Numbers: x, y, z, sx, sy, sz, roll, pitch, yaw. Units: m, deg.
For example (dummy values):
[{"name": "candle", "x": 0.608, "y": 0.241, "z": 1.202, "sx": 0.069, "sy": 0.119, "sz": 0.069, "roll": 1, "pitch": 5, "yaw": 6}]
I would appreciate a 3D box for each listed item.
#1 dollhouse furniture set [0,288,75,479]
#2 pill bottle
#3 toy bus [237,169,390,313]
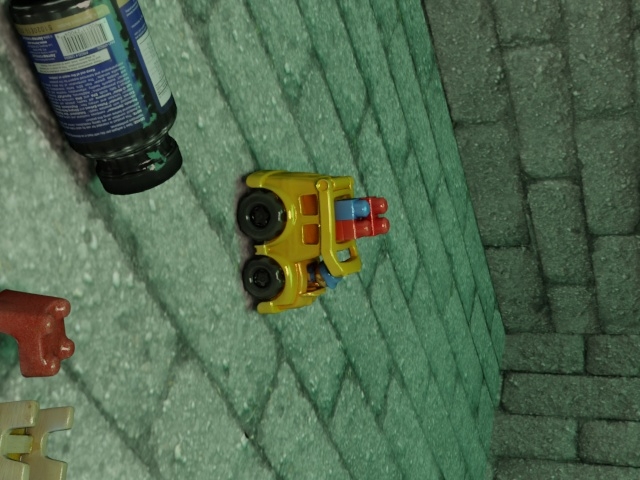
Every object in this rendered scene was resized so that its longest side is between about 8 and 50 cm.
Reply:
[{"name": "dollhouse furniture set", "x": -0.325, "y": 0.086, "z": 0.653, "sx": 0.374, "sy": 0.152, "sz": 0.201, "roll": 70, "pitch": 24, "yaw": -74}, {"name": "pill bottle", "x": -0.223, "y": -0.163, "z": 0.881, "sx": 0.123, "sy": 0.123, "sz": 0.219, "roll": -62, "pitch": 143, "yaw": -49}, {"name": "toy bus", "x": 0.000, "y": 0.000, "z": 1.284, "sx": 0.149, "sy": 0.211, "sz": 0.220, "roll": -18, "pitch": 106, "yaw": -67}]
